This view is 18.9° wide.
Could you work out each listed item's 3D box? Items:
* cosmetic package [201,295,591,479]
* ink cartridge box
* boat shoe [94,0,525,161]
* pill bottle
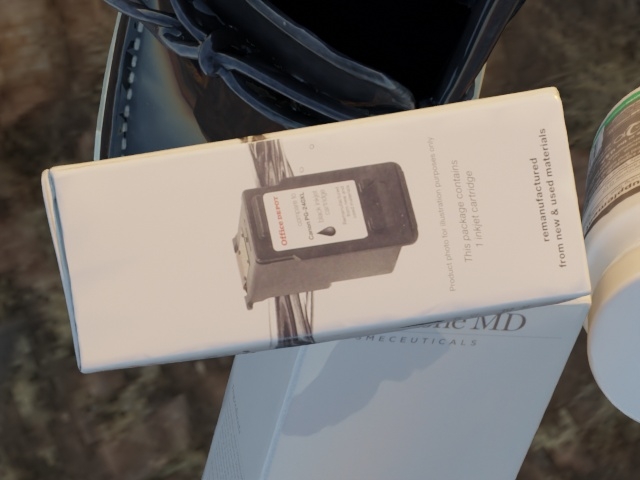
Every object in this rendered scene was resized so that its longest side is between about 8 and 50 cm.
[{"bbox_3d":[0.045,0.154,1.655,0.161,0.230,0.453,-103,22,-47],"label":"cosmetic package"},{"bbox_3d":[0.000,0.000,0.593,0.150,0.109,0.063,-9,87,2],"label":"ink cartridge box"},{"bbox_3d":[0.000,-0.114,0.795,0.187,0.156,0.500,41,135,6],"label":"boat shoe"},{"bbox_3d":[0.337,0.007,1.747,0.204,0.361,0.204,5,120,8],"label":"pill bottle"}]
